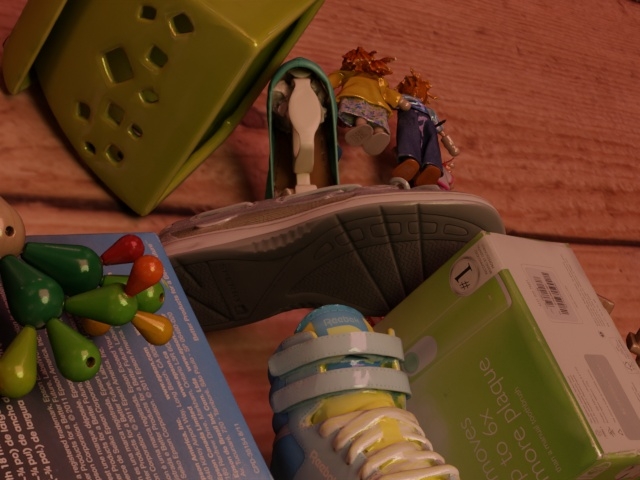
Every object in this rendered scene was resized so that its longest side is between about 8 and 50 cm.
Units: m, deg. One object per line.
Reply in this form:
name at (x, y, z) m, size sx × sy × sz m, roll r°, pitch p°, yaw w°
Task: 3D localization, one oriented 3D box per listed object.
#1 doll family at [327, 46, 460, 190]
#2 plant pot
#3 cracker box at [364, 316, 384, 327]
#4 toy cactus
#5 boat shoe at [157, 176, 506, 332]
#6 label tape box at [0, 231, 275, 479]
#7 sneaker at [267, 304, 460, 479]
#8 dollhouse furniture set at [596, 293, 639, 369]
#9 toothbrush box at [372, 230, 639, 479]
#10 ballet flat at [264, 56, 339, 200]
doll family at (0.086, -0.142, 1.470) m, size 0.263 × 0.118 × 0.163 m, roll 26°, pitch 38°, yaw -26°
plant pot at (-0.152, -0.198, 1.188) m, size 0.207 × 0.228 × 0.227 m, roll 37°, pitch 32°, yaw -1°
cracker box at (0.136, 0.156, 1.259) m, size 0.156 × 0.067 × 0.232 m, roll -14°, pitch 65°, yaw -53°
toy cactus at (-0.203, 0.018, 0.837) m, size 0.219 × 0.112 × 0.180 m, roll -16°, pitch 56°, yaw -43°
boat shoe at (-0.001, 0.002, 1.096) m, size 0.103 × 0.321 × 0.118 m, roll -85°, pitch 160°, yaw -54°
label tape box at (-0.222, 0.119, 0.879) m, size 0.334 × 0.106 × 0.240 m, roll -1°, pitch 55°, yaw -46°
sneaker at (0.038, 0.146, 0.908) m, size 0.127 × 0.319 × 0.208 m, roll 3°, pitch 82°, yaw -27°
dollhouse furniture set at (0.249, 0.168, 1.316) m, size 0.356 × 0.173 × 0.303 m, roll 27°, pitch 17°, yaw 0°
toothbrush box at (0.120, 0.158, 1.046) m, size 0.122 × 0.283 × 0.206 m, roll 6°, pitch 51°, yaw -42°
ballet flat at (-0.019, -0.065, 1.240) m, size 0.087 × 0.083 × 0.247 m, roll 69°, pitch 16°, yaw -80°
